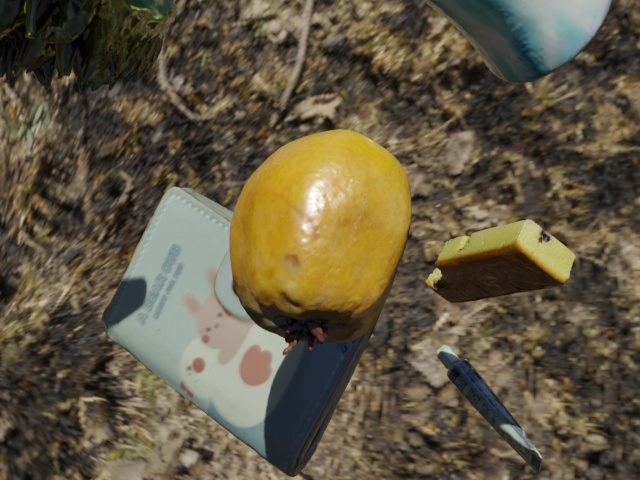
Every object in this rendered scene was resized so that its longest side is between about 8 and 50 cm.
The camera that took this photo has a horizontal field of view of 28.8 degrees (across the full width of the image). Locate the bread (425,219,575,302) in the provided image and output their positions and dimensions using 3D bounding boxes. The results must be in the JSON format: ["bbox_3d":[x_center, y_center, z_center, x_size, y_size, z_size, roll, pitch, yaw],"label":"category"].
[{"bbox_3d":[0.196,0.029,1.464,0.088,0.226,0.049,34,67,-21],"label":"bread"}]

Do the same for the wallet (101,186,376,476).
[{"bbox_3d":[-0.105,0.098,1.567,0.360,0.083,0.252,33,102,26],"label":"wallet"}]

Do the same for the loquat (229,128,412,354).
[{"bbox_3d":[0.000,0.000,1.196,0.176,0.187,0.234,12,71,18],"label":"loquat"}]

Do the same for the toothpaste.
[{"bbox_3d":[0.228,0.225,1.688,0.037,0.062,0.216,-33,60,-12],"label":"toothpaste"}]

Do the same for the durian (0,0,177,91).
[{"bbox_3d":[-0.139,-0.176,0.601,0.163,0.394,0.198,15,78,12],"label":"durian"}]

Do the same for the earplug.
[{"bbox_3d":[0.136,-0.312,1.290,0.324,0.185,0.185,25,77,-36],"label":"earplug"}]
